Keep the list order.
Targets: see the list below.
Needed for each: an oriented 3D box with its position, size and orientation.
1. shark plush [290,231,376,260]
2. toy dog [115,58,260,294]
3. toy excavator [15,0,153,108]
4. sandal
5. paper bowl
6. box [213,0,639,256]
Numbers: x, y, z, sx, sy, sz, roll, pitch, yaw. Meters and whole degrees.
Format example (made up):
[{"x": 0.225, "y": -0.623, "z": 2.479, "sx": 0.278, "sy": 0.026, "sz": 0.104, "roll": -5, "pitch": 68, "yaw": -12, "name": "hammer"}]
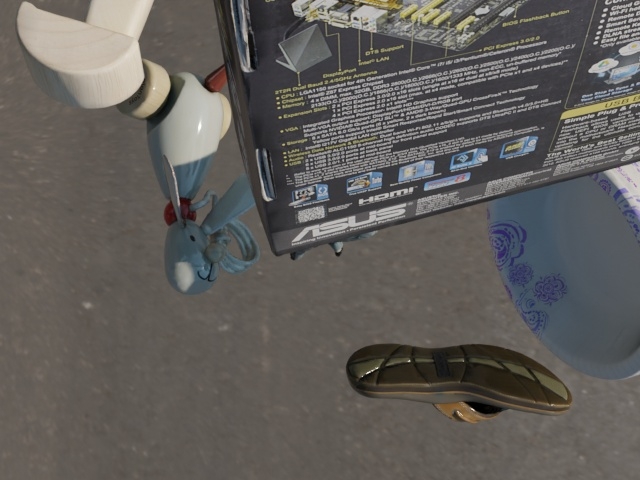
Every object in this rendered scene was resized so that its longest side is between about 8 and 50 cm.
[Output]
[{"x": 0.000, "y": 0.000, "z": 1.260, "sx": 0.067, "sy": 0.161, "sz": 0.073, "roll": 35, "pitch": 47, "yaw": -11, "name": "shark plush"}, {"x": -0.156, "y": -0.110, "z": 1.504, "sx": 0.220, "sy": 0.161, "sz": 0.333, "roll": -16, "pitch": 81, "yaw": -54, "name": "toy dog"}, {"x": -0.258, "y": -0.415, "z": 1.224, "sx": 0.445, "sy": 0.222, "sz": 0.433, "roll": 40, "pitch": 71, "yaw": 13, "name": "toy excavator"}, {"x": 0.133, "y": 0.148, "z": 1.092, "sx": 0.219, "sy": 0.090, "sz": 0.060, "roll": 2, "pitch": 120, "yaw": -3, "name": "sandal"}, {"x": 0.328, "y": 0.001, "z": 1.249, "sx": 0.148, "sy": 0.284, "sz": 0.284, "roll": -22, "pitch": 102, "yaw": -26, "name": "paper bowl"}, {"x": 0.144, "y": -0.137, "z": 0.531, "sx": 0.395, "sy": 0.318, "sz": 0.097, "roll": -14, "pitch": 67, "yaw": -4, "name": "box"}]
